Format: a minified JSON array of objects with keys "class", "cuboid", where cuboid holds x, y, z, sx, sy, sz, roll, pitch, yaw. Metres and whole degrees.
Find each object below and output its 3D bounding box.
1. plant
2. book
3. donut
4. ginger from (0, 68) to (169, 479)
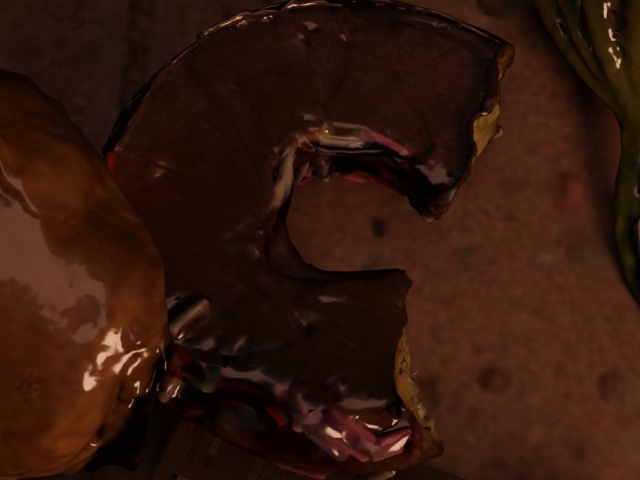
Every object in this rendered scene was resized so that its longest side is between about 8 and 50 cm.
[{"class":"plant","cuboid":[0.239,-0.099,1.014,0.251,0.180,0.334,14,71,13]},{"class":"book","cuboid":[-0.008,0.168,0.927,0.198,0.016,0.138,20,34,4]},{"class":"donut","cuboid":[-0.021,-0.008,0.964,0.259,0.136,0.345,10,61,6]},{"class":"ginger","cuboid":[-0.213,0.007,0.790,0.223,0.200,0.269,2,29,-22]}]
